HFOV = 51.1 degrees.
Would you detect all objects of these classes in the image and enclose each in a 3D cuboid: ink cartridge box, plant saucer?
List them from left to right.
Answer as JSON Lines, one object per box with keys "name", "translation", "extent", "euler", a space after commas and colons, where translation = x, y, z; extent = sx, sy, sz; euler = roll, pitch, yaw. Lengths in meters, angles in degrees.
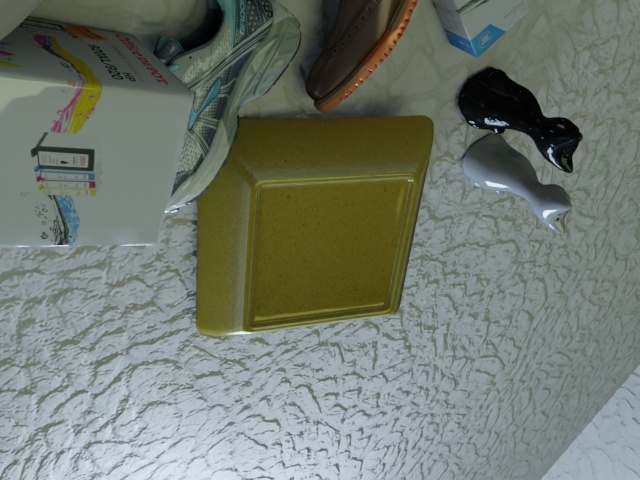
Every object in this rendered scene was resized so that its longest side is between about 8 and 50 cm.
{"name": "ink cartridge box", "translation": [-0.271, -0.107, 0.631], "extent": [0.232, 0.171, 0.168], "euler": [-1, 124, -38]}
{"name": "plant saucer", "translation": [0.000, 0.000, 0.928], "extent": [0.332, 0.081, 0.333], "euler": [-5, 121, -19]}
{"name": "ink cartridge box", "translation": [0.200, -0.345, 0.880], "extent": [0.104, 0.060, 0.180], "euler": [-43, 138, 0]}

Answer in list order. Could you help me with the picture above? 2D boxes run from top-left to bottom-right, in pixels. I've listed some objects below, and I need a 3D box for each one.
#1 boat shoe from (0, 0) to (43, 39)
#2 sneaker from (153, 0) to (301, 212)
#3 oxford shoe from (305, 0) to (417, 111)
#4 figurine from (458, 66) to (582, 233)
{"name": "boat shoe", "translation": [-0.235, -0.297, 0.537], "extent": [0.340, 0.158, 0.127], "euler": [-48, 162, -27]}
{"name": "sneaker", "translation": [-0.149, -0.163, 0.746], "extent": [0.122, 0.110, 0.283], "euler": [29, 94, -39]}
{"name": "oxford shoe", "translation": [0.062, -0.321, 0.779], "extent": [0.132, 0.130, 0.364], "euler": [27, 116, -13]}
{"name": "figurine", "translation": [0.314, -0.130, 1.033], "extent": [0.092, 0.209, 0.215], "euler": [-30, 137, -14]}
